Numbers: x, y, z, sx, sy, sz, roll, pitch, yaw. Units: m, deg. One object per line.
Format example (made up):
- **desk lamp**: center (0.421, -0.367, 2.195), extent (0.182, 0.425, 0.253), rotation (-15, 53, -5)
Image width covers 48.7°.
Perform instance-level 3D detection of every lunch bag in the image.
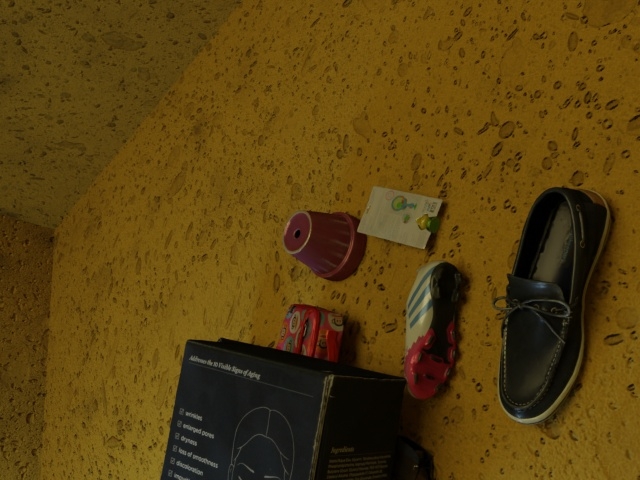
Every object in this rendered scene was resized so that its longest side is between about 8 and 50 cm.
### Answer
- **lunch bag**: center (-0.030, 0.325, 1.925), extent (0.258, 0.120, 0.293), rotation (0, 77, 65)

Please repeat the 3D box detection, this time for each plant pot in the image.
- **plant pot**: center (0.000, 0.000, 2.020), extent (0.201, 0.180, 0.201), rotation (-24, 56, 42)

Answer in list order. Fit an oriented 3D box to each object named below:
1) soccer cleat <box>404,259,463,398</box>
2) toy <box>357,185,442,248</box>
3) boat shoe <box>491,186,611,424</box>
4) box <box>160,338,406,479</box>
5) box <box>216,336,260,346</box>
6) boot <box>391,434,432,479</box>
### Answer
- **soccer cleat**: center (0.255, 0.210, 1.688), extent (0.143, 0.116, 0.331), rotation (-12, 62, 66)
- **toy**: center (0.217, -0.058, 1.881), extent (0.237, 0.056, 0.136), rotation (16, 83, 48)
- **boat shoe**: center (0.449, 0.122, 1.437), extent (0.187, 0.156, 0.500), rotation (14, 87, 51)
- **box**: center (-0.104, 0.503, 1.638), extent (0.480, 0.297, 0.471), rotation (5, 84, 41)
- **box**: center (-0.253, 0.397, 2.172), extent (0.093, 0.156, 0.158), rotation (-48, 43, 28)
- **boot**: center (0.219, 0.526, 1.596), extent (0.219, 0.082, 0.106), rotation (19, 92, 55)
